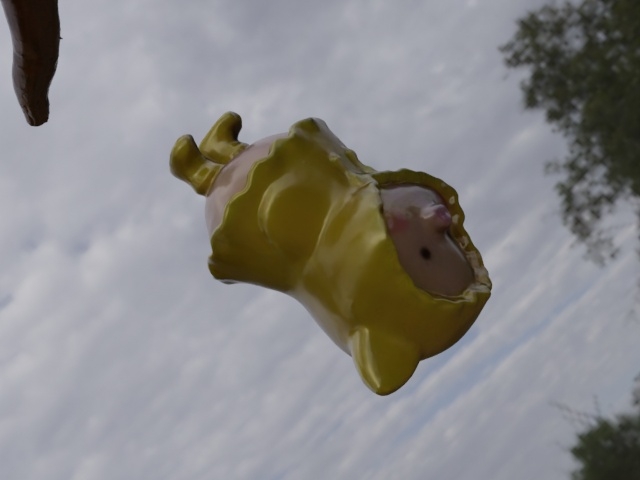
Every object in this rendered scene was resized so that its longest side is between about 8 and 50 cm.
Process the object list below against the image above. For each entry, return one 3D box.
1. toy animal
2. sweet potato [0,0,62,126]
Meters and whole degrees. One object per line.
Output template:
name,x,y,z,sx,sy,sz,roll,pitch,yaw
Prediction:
toy animal,0.003,-0.001,0.860,0.156,0.230,0.156,-49,-11,-12
sweet potato,-0.252,-0.212,1.080,0.057,0.057,0.264,-33,-45,-37
